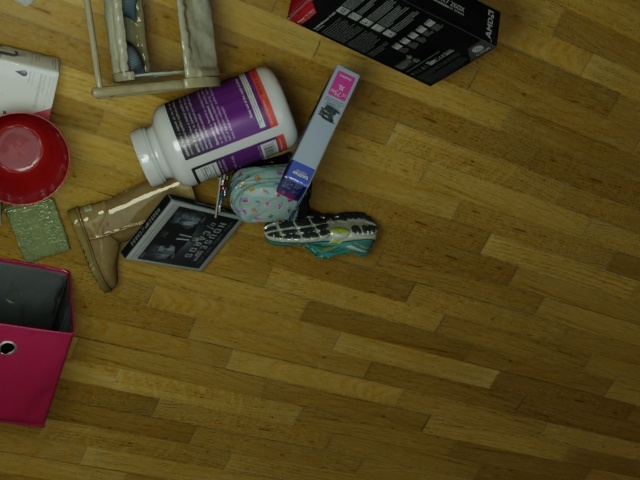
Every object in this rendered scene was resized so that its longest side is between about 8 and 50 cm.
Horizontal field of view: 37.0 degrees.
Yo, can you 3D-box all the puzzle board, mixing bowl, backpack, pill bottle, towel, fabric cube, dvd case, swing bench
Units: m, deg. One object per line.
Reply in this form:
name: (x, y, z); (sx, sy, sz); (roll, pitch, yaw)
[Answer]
puzzle board: (-0.211, -0.118, 2.082); (0.011, 0.128, 0.096); (9, 118, 0)
mixing bowl: (-0.581, -0.168, 1.847); (0.181, 0.098, 0.181); (-7, 110, -19)
backpack: (-0.113, -0.109, 2.123); (0.182, 0.115, 0.152); (-3, 122, -13)
pill bottle: (-0.221, -0.227, 1.984); (0.323, 0.181, 0.181); (-21, 123, -3)
towel: (-0.613, -0.027, 2.079); (0.110, 0.027, 0.148); (-18, 121, -7)
fabric cube: (-0.690, 0.212, 2.058); (0.254, 0.259, 0.258); (13, 115, -23)
dvd case: (-0.299, -0.014, 2.105); (0.179, 0.029, 0.238); (-49, 147, 20)
swing bench: (-0.321, -0.408, 1.817); (0.254, 0.165, 0.253); (-8, 99, -10)

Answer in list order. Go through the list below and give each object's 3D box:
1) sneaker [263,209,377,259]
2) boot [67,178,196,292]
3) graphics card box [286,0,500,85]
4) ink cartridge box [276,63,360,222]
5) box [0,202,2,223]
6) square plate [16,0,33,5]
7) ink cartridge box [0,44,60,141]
sneaker: (0.000, 0.000, 2.230); (0.275, 0.107, 0.110); (3, 128, -17)
boot: (-0.393, -0.018, 2.113); (0.269, 0.089, 0.236); (-20, 129, -9)
graphics card box: (0.149, -0.454, 1.935); (0.371, 0.233, 0.094); (21, 67, -24)
ink cartridge box: (-0.017, -0.197, 1.984); (0.065, 0.186, 0.311); (23, 81, -5)
box: (-0.782, -0.103, 1.903); (0.290, 0.169, 0.087); (-1, 119, -16)
square plate: (-0.588, -0.648, 1.714); (0.344, 0.049, 0.347); (30, 107, -29)
ink cartridge box: (-0.636, -0.299, 1.877); (0.218, 0.092, 0.158); (11, 116, -20)
